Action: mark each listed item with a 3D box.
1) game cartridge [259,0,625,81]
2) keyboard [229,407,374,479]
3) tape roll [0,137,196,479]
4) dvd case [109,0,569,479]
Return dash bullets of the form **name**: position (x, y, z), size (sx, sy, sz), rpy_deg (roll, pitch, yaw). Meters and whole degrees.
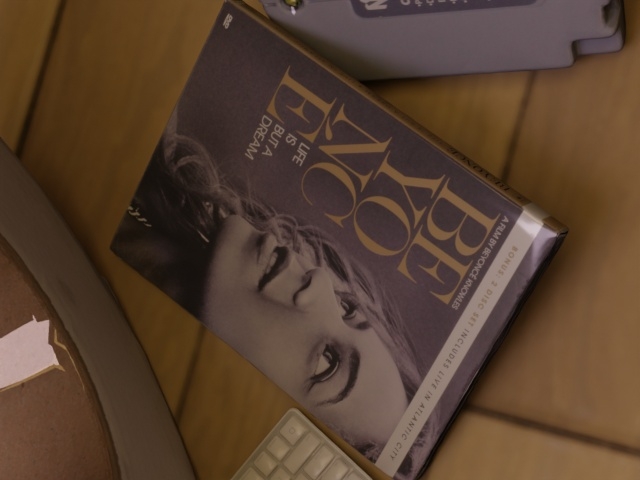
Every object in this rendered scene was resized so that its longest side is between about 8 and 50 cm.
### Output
- **game cartridge**: position (0.033, -0.200, 0.768), size (0.196, 0.294, 0.060), rpy_deg (-5, 47, 14)
- **keyboard**: position (-0.071, 0.208, 0.853), size (0.072, 0.014, 0.256), rpy_deg (40, 93, 20)
- **tape roll**: position (-0.172, 0.069, 0.716), size (0.072, 0.392, 0.392), rpy_deg (-29, 72, 10)
- **dvd case**: position (0.000, 0.000, 0.837), size (0.221, 0.018, 0.164), rpy_deg (37, 114, 20)
